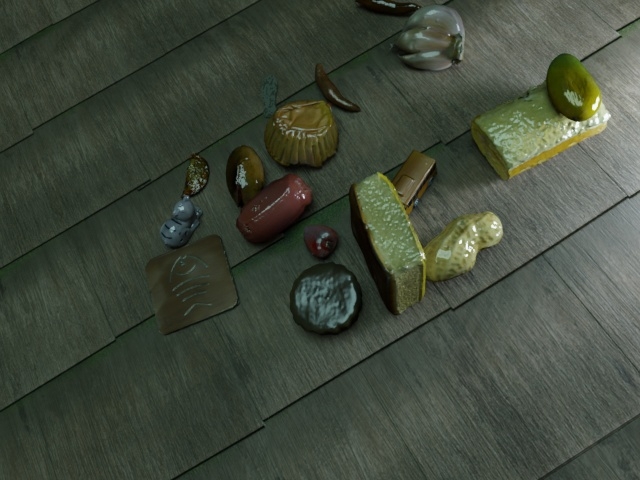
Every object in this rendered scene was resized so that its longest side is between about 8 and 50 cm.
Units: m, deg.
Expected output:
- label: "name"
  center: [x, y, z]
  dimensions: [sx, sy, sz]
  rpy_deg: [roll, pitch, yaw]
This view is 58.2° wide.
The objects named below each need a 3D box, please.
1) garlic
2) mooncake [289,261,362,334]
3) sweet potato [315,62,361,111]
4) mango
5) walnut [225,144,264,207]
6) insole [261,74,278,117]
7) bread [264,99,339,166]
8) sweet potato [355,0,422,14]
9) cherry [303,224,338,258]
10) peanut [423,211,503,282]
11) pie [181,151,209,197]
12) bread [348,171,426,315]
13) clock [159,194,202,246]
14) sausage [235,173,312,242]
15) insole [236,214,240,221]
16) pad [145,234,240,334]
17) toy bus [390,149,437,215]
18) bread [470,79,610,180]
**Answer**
- label: "garlic"
  center: [0.403, -0.736, 2.083]
  dimensions: [0.292, 0.210, 0.237]
  rpy_deg: [23, 108, 15]
- label: "mooncake"
  center: [0.021, 0.184, 1.762]
  dimensions: [0.228, 0.124, 0.228]
  rpy_deg: [-5, 71, 13]
- label: "sweet potato"
  center: [0.042, -0.545, 2.100]
  dimensions: [0.078, 0.058, 0.255]
  rpy_deg: [-29, 68, -24]
- label: "mango"
  center: [0.752, -0.462, 1.736]
  dimensions: [0.137, 0.091, 0.237]
  rpy_deg: [-18, 65, -9]
- label: "walnut"
  center: [-0.259, -0.218, 1.981]
  dimensions: [0.137, 0.137, 0.245]
  rpy_deg: [-9, 67, 7]
- label: "insole"
  center: [-0.191, -0.544, 2.170]
  dimensions: [0.065, 0.006, 0.193]
  rpy_deg: [-7, 67, 7]
- label: "bread"
  center: [-0.070, -0.382, 2.004]
  dimensions: [0.274, 0.149, 0.274]
  rpy_deg: [-3, 62, 5]
- label: "sweet potato"
  center: [0.258, -0.899, 2.207]
  dimensions: [0.265, 0.057, 0.057]
  rpy_deg: [16, 71, 13]
- label: "cherry"
  center: [0.005, -0.002, 1.861]
  dimensions: [0.106, 0.087, 0.126]
  rpy_deg: [-35, 47, 3]
- label: "peanut"
  center: [0.426, 0.013, 1.742]
  dimensions: [0.305, 0.147, 0.147]
  rpy_deg: [-42, 66, -18]
- label: "pie"
  center: [-0.447, -0.240, 2.079]
  dimensions: [0.088, 0.033, 0.191]
  rpy_deg: [3, 68, 8]
- label: "bread"
  center: [0.195, 0.017, 1.687]
  dimensions: [0.143, 0.333, 0.323]
  rpy_deg: [-21, 62, -1]
- label: "clock"
  center: [-0.484, -0.062, 1.963]
  dimensions: [0.080, 0.117, 0.176]
  rpy_deg: [26, 75, 20]
- label: "sausage"
  center: [-0.153, -0.104, 1.900]
  dimensions: [0.280, 0.152, 0.152]
  rpy_deg: [-38, 66, -1]
- label: "insole"
  center: [-0.197, -0.122, 1.995]
  dimensions: [0.232, 0.003, 0.080]
  rpy_deg: [-42, 66, -8]
- label: "pad"
  center: [-0.434, 0.141, 1.921]
  dimensions: [0.287, 0.018, 0.284]
  rpy_deg: [-22, 65, 1]
- label: "toy bus"
  center: [0.289, -0.182, 1.865]
  dimensions: [0.098, 0.114, 0.201]
  rpy_deg: [30, 76, 22]
- label: "bread"
  center: [0.696, -0.379, 1.843]
  dimensions: [0.375, 0.165, 0.236]
  rpy_deg: [-26, 70, -1]
